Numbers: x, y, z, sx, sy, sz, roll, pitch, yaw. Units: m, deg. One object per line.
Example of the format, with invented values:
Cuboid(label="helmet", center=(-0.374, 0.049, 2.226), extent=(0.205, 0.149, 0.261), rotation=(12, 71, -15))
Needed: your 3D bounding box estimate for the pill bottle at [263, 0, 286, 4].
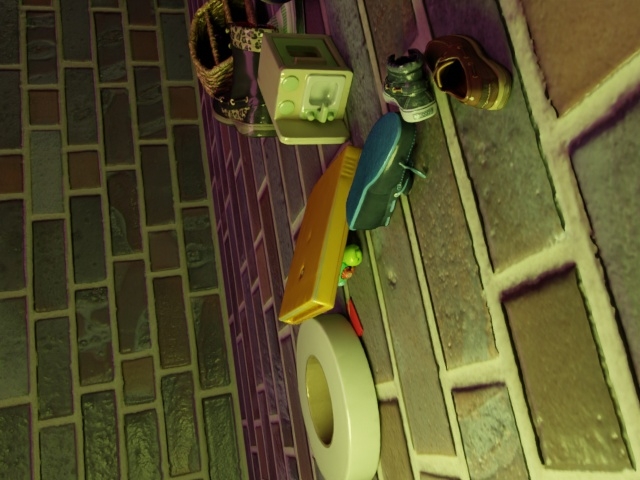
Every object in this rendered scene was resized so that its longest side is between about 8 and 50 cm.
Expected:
Cuboid(label="pill bottle", center=(-0.069, -0.609, 1.258), extent=(0.265, 0.153, 0.153), rotation=(-152, 59, -69))

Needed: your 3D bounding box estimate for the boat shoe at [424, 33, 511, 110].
Cuboid(label="boat shoe", center=(0.175, -0.223, 0.759), extent=(0.178, 0.060, 0.064), rotation=(-117, 28, -49))

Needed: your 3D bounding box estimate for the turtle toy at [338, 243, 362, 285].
Cuboid(label="turtle toy", center=(0.043, 0.047, 1.226), extent=(0.130, 0.066, 0.095), rotation=(123, 159, -59))

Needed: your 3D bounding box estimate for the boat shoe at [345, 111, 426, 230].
Cuboid(label="boat shoe", center=(0.110, -0.112, 0.957), extent=(0.258, 0.089, 0.109), rotation=(115, 155, -58))

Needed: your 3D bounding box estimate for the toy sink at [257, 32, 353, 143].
Cuboid(label="toy sink", center=(-0.029, -0.322, 1.215), extent=(0.131, 0.153, 0.234), rotation=(104, 155, -44))

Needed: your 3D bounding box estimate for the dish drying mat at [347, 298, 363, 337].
Cuboid(label="dish drying mat", center=(0.073, 0.167, 1.261), extent=(0.032, 0.008, 0.083), rotation=(106, 153, -46))

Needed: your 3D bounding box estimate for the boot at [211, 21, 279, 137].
Cuboid(label="boot", center=(-0.210, -0.457, 1.633), extent=(0.377, 0.138, 0.284), rotation=(-135, 43, -57))

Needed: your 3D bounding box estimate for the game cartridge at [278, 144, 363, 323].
Cuboid(label="game cartridge", center=(0.000, 0.000, 1.215), extent=(0.285, 0.053, 0.323), rotation=(140, 147, -69))

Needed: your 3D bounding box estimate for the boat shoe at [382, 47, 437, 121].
Cuboid(label="boat shoe", center=(0.123, -0.238, 0.846), extent=(0.183, 0.065, 0.083), rotation=(-104, -5, -62))

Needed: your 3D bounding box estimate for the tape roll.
Cuboid(label="tape roll", center=(0.028, 0.359, 1.339), extent=(0.392, 0.072, 0.392), rotation=(174, 90, -72))

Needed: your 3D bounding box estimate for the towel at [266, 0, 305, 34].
Cuboid(label="towel", center=(-0.100, -0.504, 1.570), extent=(0.325, 0.038, 0.247), rotation=(-173, 80, -72))

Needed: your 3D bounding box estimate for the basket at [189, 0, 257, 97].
Cuboid(label="basket", center=(-0.303, -0.623, 1.823), extent=(0.223, 0.213, 0.299), rotation=(93, 165, -61))
